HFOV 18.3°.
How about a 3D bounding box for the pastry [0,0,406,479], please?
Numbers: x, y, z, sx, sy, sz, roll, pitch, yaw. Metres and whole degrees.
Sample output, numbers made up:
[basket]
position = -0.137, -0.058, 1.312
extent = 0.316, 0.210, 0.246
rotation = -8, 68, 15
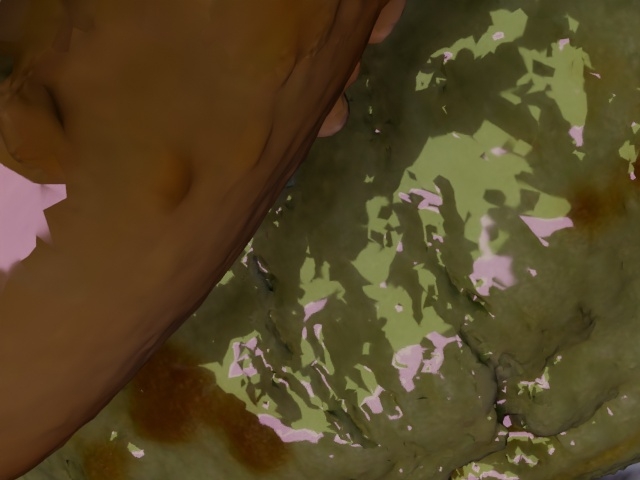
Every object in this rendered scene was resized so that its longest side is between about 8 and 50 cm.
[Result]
[pastry]
position = -0.091, -0.086, 0.436
extent = 0.284, 0.184, 0.315
rotation = 10, 88, 38

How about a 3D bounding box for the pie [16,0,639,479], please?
[pie]
position = 0.000, 0.000, 0.540
extent = 0.248, 0.090, 0.201
rotation = -28, 94, 12
